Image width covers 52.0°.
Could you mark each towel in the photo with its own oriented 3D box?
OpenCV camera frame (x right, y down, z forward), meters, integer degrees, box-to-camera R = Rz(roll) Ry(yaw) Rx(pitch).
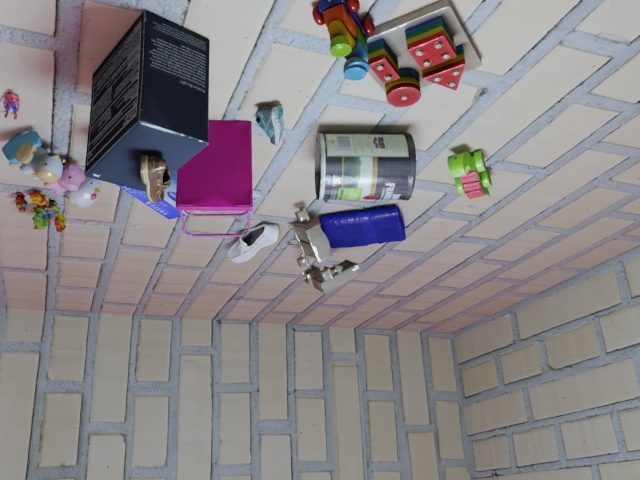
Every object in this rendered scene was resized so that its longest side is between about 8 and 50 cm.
[{"bbox_3d":[0.166,-0.057,2.524,0.308,0.076,0.227,-7,150,11],"label":"towel"}]

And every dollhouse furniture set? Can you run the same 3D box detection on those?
[{"bbox_3d":[0.000,0.000,2.531,0.174,0.355,0.303,-27,-163,-17],"label":"dollhouse furniture set"}]

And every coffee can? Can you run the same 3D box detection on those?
[{"bbox_3d":[0.127,-0.220,1.953,0.275,0.201,0.201,0,157,-5],"label":"coffee can"}]

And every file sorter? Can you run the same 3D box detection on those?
[{"bbox_3d":[-0.299,-0.173,1.871,0.202,0.290,0.182,0,152,-8],"label":"file sorter"}]

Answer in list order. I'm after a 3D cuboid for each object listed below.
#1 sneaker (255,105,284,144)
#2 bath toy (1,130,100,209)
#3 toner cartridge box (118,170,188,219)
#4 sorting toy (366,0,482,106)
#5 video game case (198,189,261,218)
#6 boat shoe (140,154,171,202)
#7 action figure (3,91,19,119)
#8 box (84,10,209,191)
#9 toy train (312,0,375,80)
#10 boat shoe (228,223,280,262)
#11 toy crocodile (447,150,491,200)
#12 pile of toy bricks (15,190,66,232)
[{"bbox_3d":[-0.145,-0.331,1.854,0.076,0.065,0.166,13,154,4],"label":"sneaker"},{"bbox_3d":[-0.782,-0.205,1.982,0.129,0.151,0.348,-42,152,0],"label":"bath toy"},{"bbox_3d":[-0.516,-0.205,1.953,0.075,0.165,0.348,-11,157,18],"label":"toner cartridge box"},{"bbox_3d":[0.239,-0.432,1.603,0.257,0.089,0.255,-15,155,26],"label":"sorting toy"},{"bbox_3d":[-0.352,-0.143,2.300,0.227,0.026,0.206,10,154,-29],"label":"video game case"},{"bbox_3d":[-0.373,-0.137,1.507,0.060,0.064,0.178,-1,157,-7],"label":"boat shoe"},{"bbox_3d":[-0.814,-0.357,1.729,0.038,0.030,0.115,12,151,-21],"label":"action figure"},{"bbox_3d":[-0.408,-0.311,1.546,0.183,0.294,0.296,16,151,-37],"label":"box"},{"bbox_3d":[0.035,-0.466,1.426,0.105,0.143,0.248,-14,155,23],"label":"toy train"},{"bbox_3d":[-0.282,0.001,2.571,0.277,0.098,0.096,-31,145,33],"label":"boat shoe"},{"bbox_3d":[0.496,-0.203,2.163,0.115,0.105,0.340,-11,156,19],"label":"toy crocodile"},{"bbox_3d":[-0.967,-0.084,2.258,0.118,0.105,0.212,-4,157,3],"label":"pile of toy bricks"}]
